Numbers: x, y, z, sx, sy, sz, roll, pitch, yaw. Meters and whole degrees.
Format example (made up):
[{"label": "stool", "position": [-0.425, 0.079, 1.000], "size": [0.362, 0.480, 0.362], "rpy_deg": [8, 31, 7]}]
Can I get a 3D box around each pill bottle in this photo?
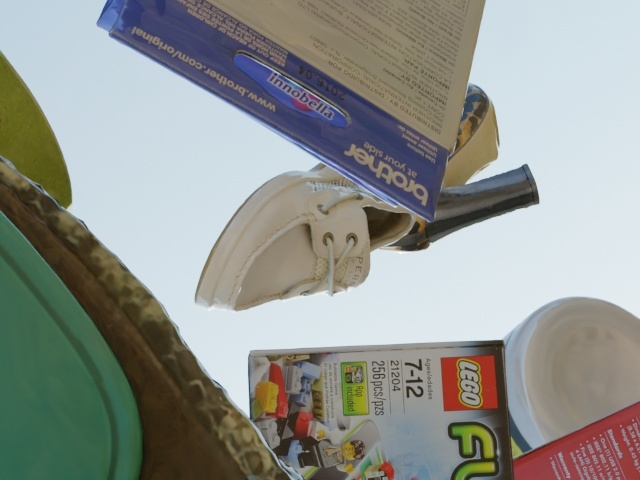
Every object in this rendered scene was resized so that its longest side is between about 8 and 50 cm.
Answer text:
[{"label": "pill bottle", "position": [0.202, 0.203, 1.631], "size": [0.188, 0.188, 0.334], "rpy_deg": [-47, -2, -36]}]

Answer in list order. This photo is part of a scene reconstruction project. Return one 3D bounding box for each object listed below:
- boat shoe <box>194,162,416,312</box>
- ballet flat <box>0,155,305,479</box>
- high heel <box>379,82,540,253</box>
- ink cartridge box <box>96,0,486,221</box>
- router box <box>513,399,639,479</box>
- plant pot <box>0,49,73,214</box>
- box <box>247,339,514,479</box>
[{"label": "boat shoe", "position": [0.000, 0.000, 1.329], "size": [0.277, 0.096, 0.098], "rpy_deg": [-35, -26, -54]}, {"label": "ballet flat", "position": [-0.055, 0.111, 0.452], "size": [0.164, 0.483, 0.182], "rpy_deg": [-51, -5, -6]}, {"label": "high heel", "position": [0.097, -0.082, 1.672], "size": [0.186, 0.261, 0.093], "rpy_deg": [-17, -58, -3]}, {"label": "ink cartridge box", "position": [-0.002, -0.147, 0.869], "size": [0.065, 0.185, 0.311], "rpy_deg": [-46, 21, 41]}, {"label": "router box", "position": [0.315, 0.153, 1.230], "size": [0.335, 0.301, 0.082], "rpy_deg": [2, -118, -54]}, {"label": "plant pot", "position": [-0.367, -0.013, 1.105], "size": [0.293, 0.274, 0.275], "rpy_deg": [-46, -39, -30]}, {"label": "box", "position": [0.029, 0.148, 0.696], "size": [0.036, 0.114, 0.207], "rpy_deg": [88, 179, -76]}]
